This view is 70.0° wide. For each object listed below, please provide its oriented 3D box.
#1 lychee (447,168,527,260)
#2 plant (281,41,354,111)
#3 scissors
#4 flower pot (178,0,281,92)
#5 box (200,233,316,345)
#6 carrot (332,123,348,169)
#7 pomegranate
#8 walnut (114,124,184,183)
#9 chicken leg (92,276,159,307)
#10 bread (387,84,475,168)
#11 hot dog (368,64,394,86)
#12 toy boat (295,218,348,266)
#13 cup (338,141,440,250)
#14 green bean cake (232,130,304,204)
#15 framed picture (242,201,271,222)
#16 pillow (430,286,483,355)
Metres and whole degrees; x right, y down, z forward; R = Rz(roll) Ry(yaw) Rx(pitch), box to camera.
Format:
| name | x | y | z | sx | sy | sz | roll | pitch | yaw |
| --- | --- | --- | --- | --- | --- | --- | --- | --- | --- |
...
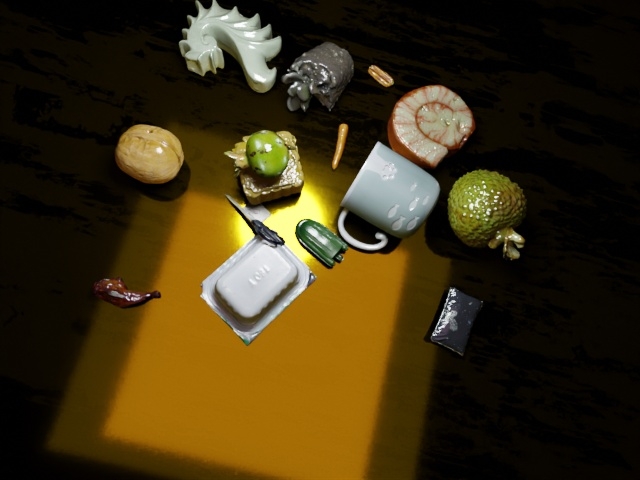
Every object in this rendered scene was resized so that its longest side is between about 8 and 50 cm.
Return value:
| name | x | y | z | sx | sy | sz | roll | pitch | yaw |
| --- | --- | --- | --- | --- | --- | --- | --- | --- | --- |
| lychee | 0.583 | -0.100 | 1.609 | 0.269 | 0.270 | 0.320 | 11 | 43 | -4 |
| plant | -0.010 | -0.591 | 1.693 | 0.188 | 0.199 | 0.276 | 39 | 67 | 8 |
| scissors | -0.235 | -0.076 | 1.573 | 0.300 | 0.109 | 0.022 | 42 | 106 | 24 |
| flower pot | -0.323 | -0.723 | 1.703 | 0.367 | 0.164 | 0.254 | 16 | 80 | -3 |
| box | -0.211 | 0.136 | 1.521 | 0.264 | 0.106 | 0.336 | 45 | 75 | 5 |
| carrot | 0.073 | -0.354 | 1.722 | 0.037 | 0.037 | 0.190 | 13 | 75 | -4 |
| pomegranate | -0.199 | -0.274 | 1.492 | 0.220 | 0.156 | 0.156 | -7 | 73 | 27 |
| walnut | -0.580 | -0.293 | 1.546 | 0.221 | 0.195 | 0.196 | 20 | 74 | 0 |
| chicken leg | -0.638 | 0.173 | 1.488 | 0.204 | 0.053 | 0.093 | 23 | 59 | -5 |
| bread | 0.416 | -0.442 | 1.751 | 0.327 | 0.114 | 0.295 | -38 | 82 | -14 |
| hot dog | 0.240 | -0.657 | 1.827 | 0.122 | 0.037 | 0.049 | 44 | 86 | 11 |
| toy boat | 0.000 | 0.000 | 1.612 | 0.210 | 0.052 | 0.104 | 39 | 76 | 5 |
| cup | 0.223 | -0.120 | 1.592 | 0.274 | 0.259 | 0.357 | 30 | 105 | 1 |
| green bean cake | -0.179 | -0.257 | 1.616 | 0.229 | 0.131 | 0.224 | -15 | 75 | -8 |
| framed picture | -0.229 | -0.103 | 1.632 | 0.066 | 0.007 | 0.089 | -42 | 84 | -15 |
| pillow | 0.478 | 0.281 | 1.600 | 0.141 | 0.055 | 0.209 | 27 | 74 | -8 |
